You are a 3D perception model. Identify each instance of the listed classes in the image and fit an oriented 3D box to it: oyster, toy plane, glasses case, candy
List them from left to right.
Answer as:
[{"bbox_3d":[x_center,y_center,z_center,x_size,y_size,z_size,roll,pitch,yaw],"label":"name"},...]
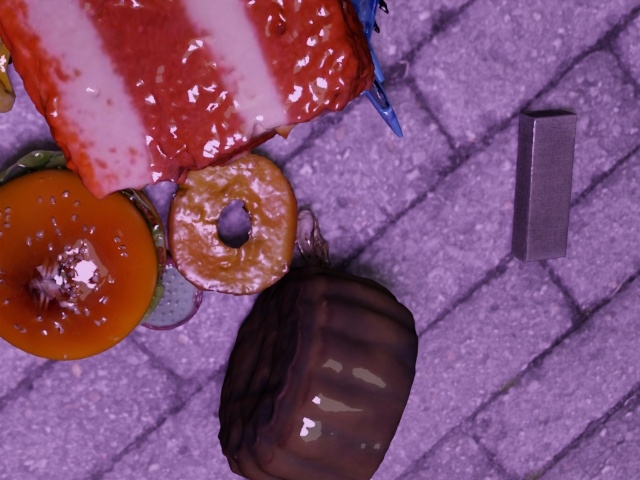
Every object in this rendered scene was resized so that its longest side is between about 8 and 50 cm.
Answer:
[{"bbox_3d":[-0.202,0.065,1.211,0.103,0.043,0.103,-6,109,-17],"label":"candy"},{"bbox_3d":[0.000,0.000,1.235,0.038,0.081,0.083,-23,149,-31],"label":"oyster"},{"bbox_3d":[0.034,-0.232,1.156,0.169,0.078,0.246,-34,107,-2],"label":"toy plane"},{"bbox_3d":[0.306,-0.075,1.305,0.070,0.047,0.205,-7,109,-18],"label":"glasses case"}]

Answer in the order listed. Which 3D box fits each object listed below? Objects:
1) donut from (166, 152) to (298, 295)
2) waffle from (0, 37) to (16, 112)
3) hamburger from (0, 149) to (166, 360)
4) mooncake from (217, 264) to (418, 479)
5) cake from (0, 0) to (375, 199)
[{"bbox_3d":[-0.109,-0.021,1.178,0.162,0.065,0.179,14,86,-9],"label":"donut"},{"bbox_3d":[-0.511,-0.266,0.996,0.379,0.095,0.382,-5,107,-12],"label":"waffle"},{"bbox_3d":[-0.298,0.022,1.082,0.245,0.170,0.246,0,106,-1],"label":"hamburger"},{"bbox_3d":[-0.011,0.174,1.171,0.161,0.290,0.290,23,100,-18],"label":"mooncake"},{"bbox_3d":[-0.126,-0.212,0.978,0.319,0.269,0.270,-23,96,10],"label":"cake"}]
